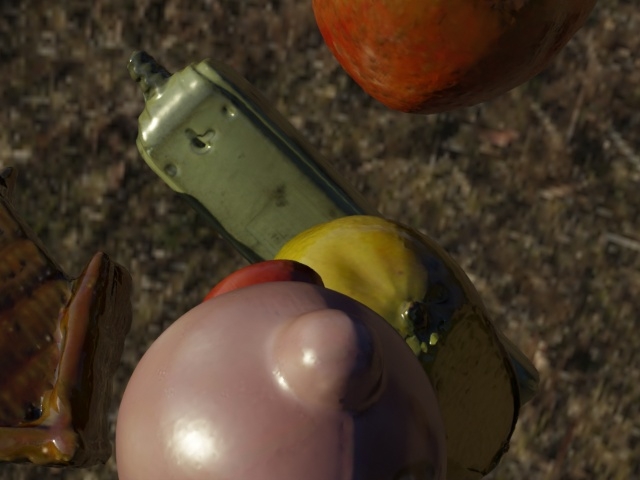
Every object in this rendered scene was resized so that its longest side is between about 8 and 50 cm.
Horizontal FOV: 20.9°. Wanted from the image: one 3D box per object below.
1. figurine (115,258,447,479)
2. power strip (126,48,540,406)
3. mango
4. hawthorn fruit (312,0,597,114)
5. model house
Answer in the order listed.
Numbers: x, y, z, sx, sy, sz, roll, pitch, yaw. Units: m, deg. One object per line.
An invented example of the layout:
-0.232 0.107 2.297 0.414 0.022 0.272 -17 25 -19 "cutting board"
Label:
-0.017 0.104 0.858 0.173 0.173 0.173 5 44 -5 "figurine"
0.000 0.000 1.281 0.387 0.092 0.066 44 14 -8 "power strip"
0.050 0.083 1.141 0.130 0.262 0.167 -46 48 -12 "mango"
0.080 -0.163 1.049 0.189 0.189 0.189 5 44 -5 "hawthorn fruit"
-0.229 0.075 1.226 0.219 0.199 0.229 -37 81 -15 "model house"
